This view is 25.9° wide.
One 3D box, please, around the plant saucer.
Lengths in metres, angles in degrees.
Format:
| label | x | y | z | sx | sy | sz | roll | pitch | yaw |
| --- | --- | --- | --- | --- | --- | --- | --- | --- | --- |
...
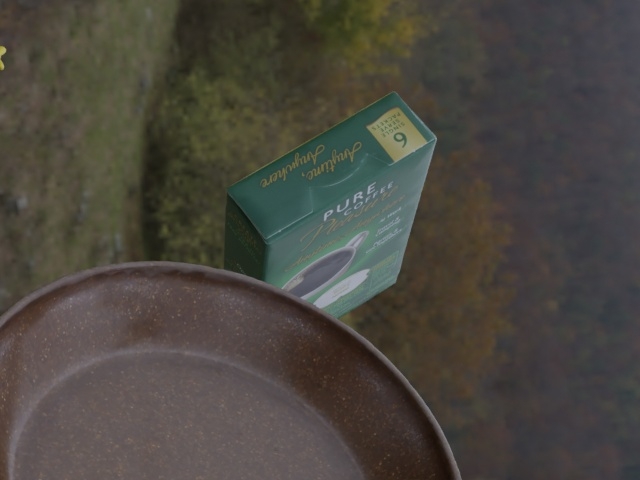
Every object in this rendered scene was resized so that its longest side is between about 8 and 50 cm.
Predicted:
| label | x | y | z | sx | sy | sz | roll | pitch | yaw |
| --- | --- | --- | --- | --- | --- | --- | --- | --- | --- |
| plant saucer | -0.041 | 0.089 | 0.528 | 0.199 | 0.198 | 0.036 | -88 | -161 | -51 |

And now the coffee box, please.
| label | x | y | z | sx | sy | sz | roll | pitch | yaw |
| --- | --- | --- | --- | --- | --- | --- | --- | --- | --- |
| coffee box | 0.000 | 0.000 | 0.786 | 0.040 | 0.113 | 0.184 | 53 | -18 | 19 |

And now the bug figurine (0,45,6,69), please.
| label | x | y | z | sx | sy | sz | roll | pitch | yaw |
| --- | --- | --- | --- | --- | --- | --- | --- | --- | --- |
| bug figurine | -0.274 | -0.126 | 1.035 | 0.216 | 0.072 | 0.279 | 114 | -18 | -45 |
